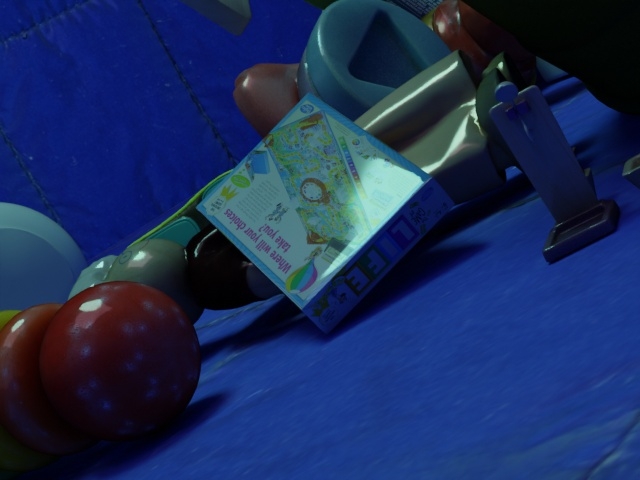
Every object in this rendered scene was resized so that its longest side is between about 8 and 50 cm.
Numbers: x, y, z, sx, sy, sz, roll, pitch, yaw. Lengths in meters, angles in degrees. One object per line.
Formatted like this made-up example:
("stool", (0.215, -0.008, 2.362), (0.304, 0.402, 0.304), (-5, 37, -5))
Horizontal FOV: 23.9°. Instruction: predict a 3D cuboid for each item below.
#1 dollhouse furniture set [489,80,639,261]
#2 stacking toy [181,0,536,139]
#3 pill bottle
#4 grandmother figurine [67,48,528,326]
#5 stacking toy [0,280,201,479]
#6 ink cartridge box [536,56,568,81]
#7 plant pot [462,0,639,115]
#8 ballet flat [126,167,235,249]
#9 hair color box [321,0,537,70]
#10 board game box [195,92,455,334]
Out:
("dollhouse furniture set", (0.140, -0.060, 0.709), (0.114, 0.081, 0.091), (-28, 7, 20))
("stacking toy", (0.048, -0.201, 1.215), (0.309, 0.279, 0.130), (-36, -11, -46))
("pill bottle", (-0.318, 0.060, 1.440), (0.181, 0.181, 0.323), (-33, 7, -18))
("grandmother figurine", (-0.016, -0.013, 1.000), (0.342, 0.104, 0.208), (-26, 0, 16))
("stacking toy", (-0.197, 0.099, 0.917), (0.330, 0.141, 0.141), (-16, 15, 42))
("ink cartridge box", (0.278, -0.224, 1.337), (0.148, 0.086, 0.203), (-33, 6, -16))
("plant pot", (0.108, -0.307, 0.884), (0.366, 0.353, 0.366), (-57, 20, 34))
("ballet flat", (-0.111, -0.015, 1.600), (0.231, 0.077, 0.077), (-31, -11, 15))
("hair color box", (0.131, -0.208, 1.487), (0.347, 0.105, 0.174), (-35, -24, -38))
("board game box", (-0.002, -0.021, 0.889), (0.103, 0.026, 0.154), (-45, 36, -3))
